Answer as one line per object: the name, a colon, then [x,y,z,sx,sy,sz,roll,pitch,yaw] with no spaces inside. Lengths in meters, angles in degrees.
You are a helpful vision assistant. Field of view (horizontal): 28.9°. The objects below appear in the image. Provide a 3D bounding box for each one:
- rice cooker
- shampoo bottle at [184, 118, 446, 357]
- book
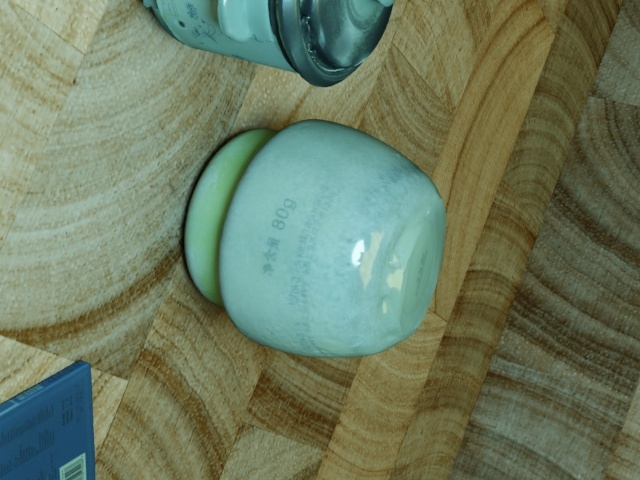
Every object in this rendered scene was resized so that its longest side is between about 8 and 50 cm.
rice cooker: [-0.044,-0.325,1.461,0.316,0.316,0.264,-38,137,-46]
shampoo bottle: [0.000,0.000,1.694,0.322,0.317,0.322,-32,130,-48]
book: [-0.371,0.279,1.496,0.269,0.025,0.191,-30,129,-51]
